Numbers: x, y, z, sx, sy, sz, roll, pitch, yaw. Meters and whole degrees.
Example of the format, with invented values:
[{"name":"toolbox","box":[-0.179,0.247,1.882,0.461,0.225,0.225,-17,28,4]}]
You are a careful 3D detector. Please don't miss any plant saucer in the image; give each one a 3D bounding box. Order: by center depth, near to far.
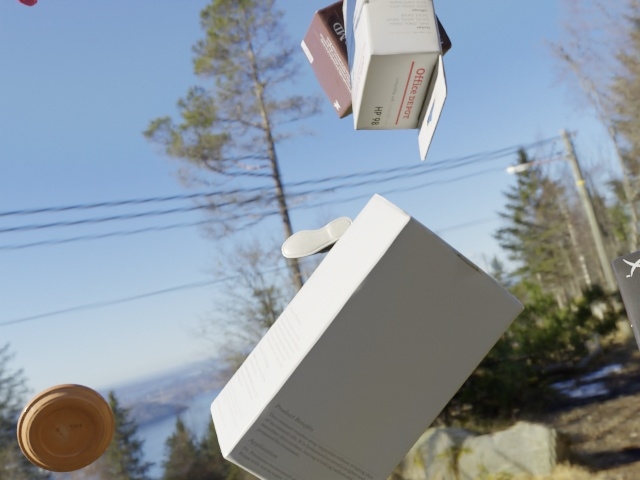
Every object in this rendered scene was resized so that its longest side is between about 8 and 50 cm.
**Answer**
[{"name":"plant saucer","box":[-0.227,0.170,0.733,0.084,0.083,0.013,-12,17,-18]}]

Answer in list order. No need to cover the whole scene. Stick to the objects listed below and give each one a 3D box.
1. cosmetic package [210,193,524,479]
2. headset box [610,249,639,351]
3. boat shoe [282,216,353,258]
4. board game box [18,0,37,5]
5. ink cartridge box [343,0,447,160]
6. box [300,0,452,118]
[{"name":"cosmetic package","box":[0.055,0.156,1.090,0.385,0.217,0.156,-51,20,1]},{"name":"headset box","box":[0.336,0.116,0.506,0.218,0.293,0.110,-24,-42,24]},{"name":"boat shoe","box":[0.000,0.000,1.313,0.125,0.046,0.038,-25,-26,7]},{"name":"board game box","box":[-0.115,-0.357,0.541,0.390,0.050,0.390,-14,-33,4]},{"name":"ink cartridge box","box":[0.059,-0.167,0.699,0.060,0.180,0.104,-1,-28,-6]},{"name":"box","box":[0.100,-0.361,1.520,0.203,0.168,0.167,-28,-2,-15]}]
